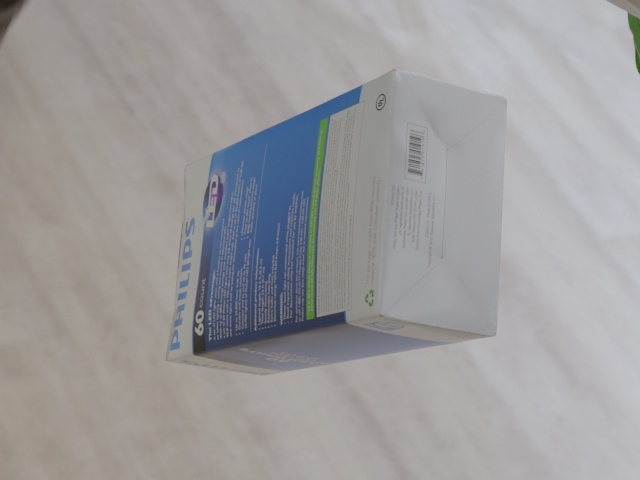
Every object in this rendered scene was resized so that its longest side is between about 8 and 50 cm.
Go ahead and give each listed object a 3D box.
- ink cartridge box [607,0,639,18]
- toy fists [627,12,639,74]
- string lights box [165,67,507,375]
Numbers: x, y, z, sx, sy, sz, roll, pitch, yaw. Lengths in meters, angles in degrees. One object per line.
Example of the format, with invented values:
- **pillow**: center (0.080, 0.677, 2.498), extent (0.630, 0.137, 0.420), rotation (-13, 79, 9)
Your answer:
- **ink cartridge box**: center (0.082, -0.218, 0.564), extent (0.273, 0.197, 0.114), rotation (38, 0, 37)
- **toy fists**: center (0.266, -0.121, 1.093), extent (0.279, 0.096, 0.142), rotation (18, 51, -75)
- **string lights box**: center (0.000, 0.000, 0.933), extent (0.077, 0.260, 0.133), rotation (11, 76, -28)
